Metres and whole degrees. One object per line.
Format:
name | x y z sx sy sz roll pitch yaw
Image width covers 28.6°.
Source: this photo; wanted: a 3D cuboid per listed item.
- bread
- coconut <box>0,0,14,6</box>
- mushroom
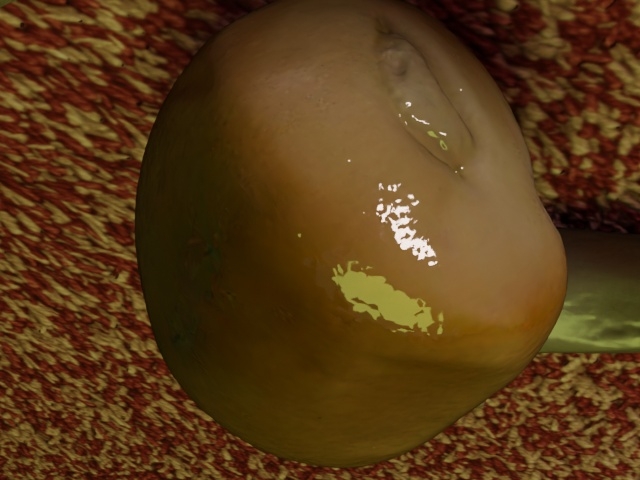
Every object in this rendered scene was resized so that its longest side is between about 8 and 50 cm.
bread | 0.000 0.000 0.991 0.253 0.348 0.376 -22 166 -31
coconut | -0.259 -0.235 0.753 0.244 0.239 0.239 25 147 -27
mushroom | 0.178 0.050 1.229 0.407 0.138 0.154 5 -167 18
